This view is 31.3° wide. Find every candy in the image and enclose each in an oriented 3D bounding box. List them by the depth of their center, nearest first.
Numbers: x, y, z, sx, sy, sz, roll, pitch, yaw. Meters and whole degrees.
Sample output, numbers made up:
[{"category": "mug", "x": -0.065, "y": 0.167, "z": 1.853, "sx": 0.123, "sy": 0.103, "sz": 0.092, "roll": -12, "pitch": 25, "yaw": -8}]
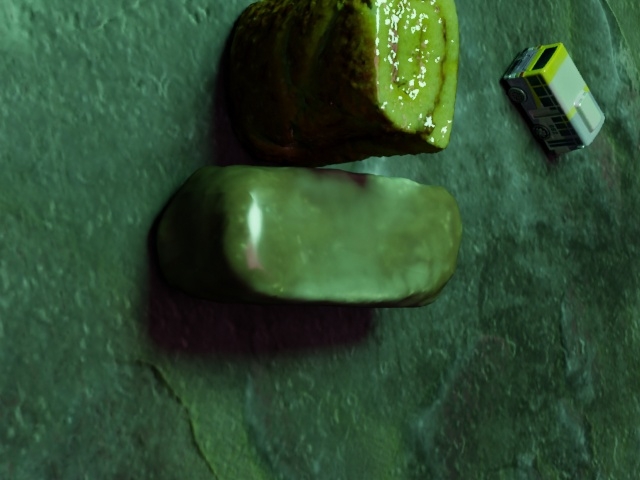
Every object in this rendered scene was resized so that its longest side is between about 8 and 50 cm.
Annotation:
[{"category": "candy", "x": 0.000, "y": 0.000, "z": 0.851, "sx": 0.234, "sy": 0.104, "sz": 0.102, "roll": 7, "pitch": 84, "yaw": -41}]

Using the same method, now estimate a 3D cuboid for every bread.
[{"category": "bread", "x": 0.012, "y": -0.122, "z": 0.823, "sx": 0.103, "sy": 0.172, "sz": 0.132, "roll": 4, "pitch": 87, "yaw": -38}]

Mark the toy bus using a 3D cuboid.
[{"category": "toy bus", "x": 0.226, "y": -0.134, "z": 1.085, "sx": 0.102, "sy": 0.058, "sz": 0.052, "roll": 52, "pitch": 58, "yaw": -26}]
